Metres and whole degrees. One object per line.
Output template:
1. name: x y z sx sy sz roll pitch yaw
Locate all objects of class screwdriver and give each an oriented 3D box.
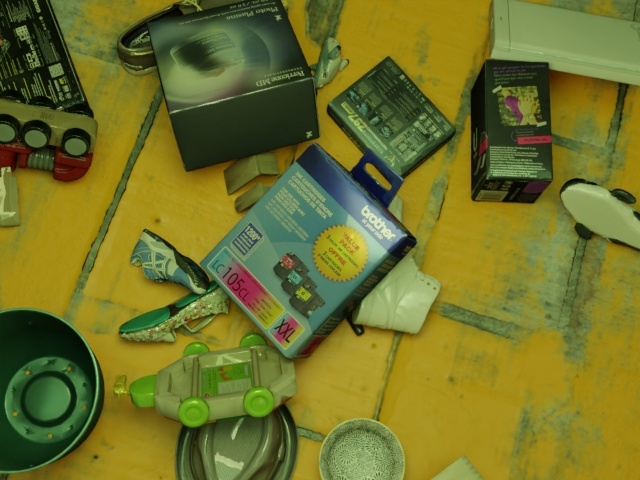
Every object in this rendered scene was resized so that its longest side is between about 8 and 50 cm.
1. screwdriver: 0.049 0.124 1.869 0.025 0.024 0.170 -11 66 -36

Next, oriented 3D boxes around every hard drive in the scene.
1. hard drive: 0.554 -0.447 1.969 0.352 0.047 0.233 11 42 0

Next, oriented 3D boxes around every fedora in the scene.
1. fedora: -0.165 0.407 1.727 0.243 0.124 0.276 21 75 4

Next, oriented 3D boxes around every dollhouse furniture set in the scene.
1. dollhouse furniture set: -0.104 -0.103 1.915 0.151 0.123 0.144 0 72 -39

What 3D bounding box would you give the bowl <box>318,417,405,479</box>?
1. bowl: 0.079 0.440 1.752 0.170 0.080 0.170 1 75 -3

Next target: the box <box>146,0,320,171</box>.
1. box: -0.181 -0.335 1.843 0.296 0.183 0.294 -16 53 -7

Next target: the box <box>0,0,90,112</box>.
1. box: -0.679 -0.384 1.938 0.257 0.079 0.322 -22 78 -6

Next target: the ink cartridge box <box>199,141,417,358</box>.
1. ink cartridge box: 0.000 0.000 1.739 0.270 0.151 0.395 45 95 13

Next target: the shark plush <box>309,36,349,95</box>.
1. shark plush: 0.002 -0.380 1.995 0.067 0.073 0.161 31 97 25

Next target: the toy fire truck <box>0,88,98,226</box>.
1. toy fire truck: -0.596 -0.159 1.856 0.217 0.246 0.159 10 41 -18

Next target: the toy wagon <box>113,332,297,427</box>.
1. toy wagon: -0.221 0.274 1.698 0.344 0.267 0.068 -9 108 -4

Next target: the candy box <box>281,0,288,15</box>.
1. candy box: -0.138 -0.569 1.994 0.053 0.109 0.187 -27 77 -9

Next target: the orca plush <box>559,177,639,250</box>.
1. orca plush: 0.649 -0.067 1.903 0.287 0.151 0.102 19 44 5

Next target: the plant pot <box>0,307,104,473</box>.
1. plant pot: -0.545 0.292 1.683 0.292 0.235 0.293 0 76 -2

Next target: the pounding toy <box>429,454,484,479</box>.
1. pounding toy: 0.253 0.511 1.726 0.141 0.130 0.100 -34 67 -11

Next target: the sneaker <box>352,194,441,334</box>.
1. sneaker: 0.176 0.051 1.857 0.169 0.108 0.293 14 77 -7

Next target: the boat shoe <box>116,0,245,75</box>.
1. boat shoe: -0.302 -0.479 1.968 0.324 0.097 0.117 -28 78 -9

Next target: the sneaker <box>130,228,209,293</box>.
1. sneaker: -0.310 0.059 1.825 0.211 0.080 0.081 34 88 34

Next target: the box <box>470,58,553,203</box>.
1. box: 0.406 -0.231 1.899 0.143 0.165 0.271 3 75 -1

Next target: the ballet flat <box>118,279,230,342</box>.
1. ballet flat: -0.292 0.164 1.813 0.240 0.091 0.077 -25 110 -4

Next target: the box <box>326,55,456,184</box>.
1. box: 0.155 -0.264 1.952 0.183 0.059 0.233 -40 81 -12
